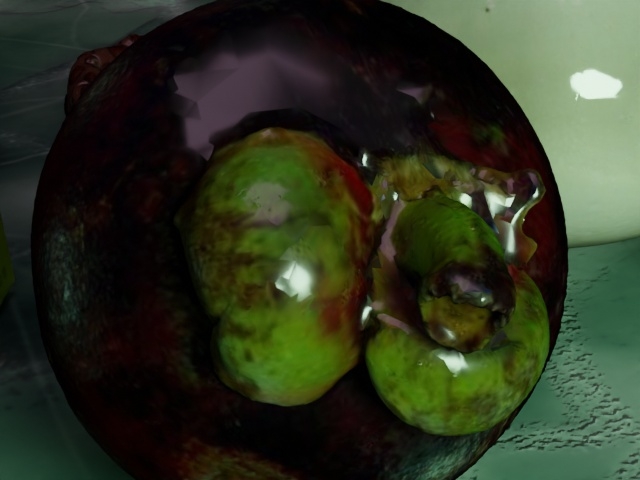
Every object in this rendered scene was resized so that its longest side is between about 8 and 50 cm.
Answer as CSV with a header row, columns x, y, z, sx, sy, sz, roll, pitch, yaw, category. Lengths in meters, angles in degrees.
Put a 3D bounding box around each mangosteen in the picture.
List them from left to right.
x,y,z,sx,sy,sz,roll,pitch,yaw,category
0.000,0.000,0.928,0.306,0.306,0.359,-17,-10,-22,mangosteen

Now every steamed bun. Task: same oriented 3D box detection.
x,y,z,sx,sy,sz,roll,pitch,yaw,category
0.152,-0.097,1.192,0.324,0.206,0.324,-3,5,0,steamed bun

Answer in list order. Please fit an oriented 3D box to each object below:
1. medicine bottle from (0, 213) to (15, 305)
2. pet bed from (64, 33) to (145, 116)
x,y,z,sx,sy,sz,roll,pitch,yaw,category
-0.306,-0.045,1.149,0.141,0.250,0.137,3,30,19,medicine bottle
-0.129,-0.133,1.489,0.201,0.053,0.201,1,26,0,pet bed
